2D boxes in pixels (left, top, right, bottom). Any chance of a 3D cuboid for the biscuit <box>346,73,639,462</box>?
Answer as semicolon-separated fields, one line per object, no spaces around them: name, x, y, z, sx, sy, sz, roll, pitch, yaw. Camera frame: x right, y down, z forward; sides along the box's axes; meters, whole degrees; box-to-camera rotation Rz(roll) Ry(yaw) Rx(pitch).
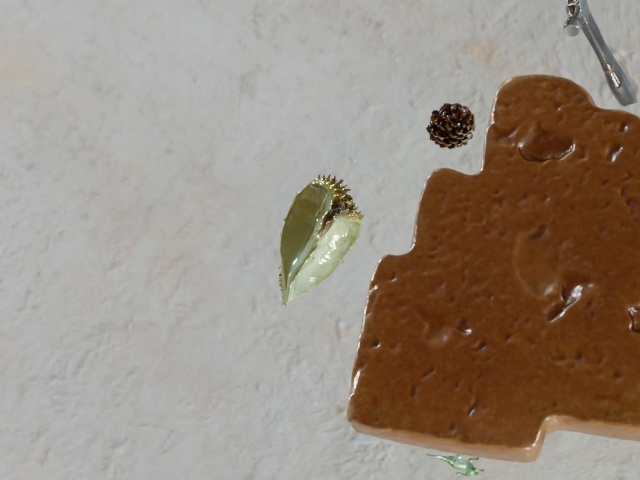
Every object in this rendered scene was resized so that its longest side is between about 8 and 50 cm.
biscuit;0.144;0.029;0.611;0.306;0.043;0.284;-35;59;-1

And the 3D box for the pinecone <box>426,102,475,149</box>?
pinecone;0.273;-0.233;1.917;0.109;0.102;0.102;-2;73;68

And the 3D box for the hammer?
hammer;0.530;-0.356;1.773;0.037;0.290;0.137;-5;54;38

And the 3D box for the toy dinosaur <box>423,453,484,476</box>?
toy dinosaur;0.187;0.311;1.321;0.083;0.062;0.021;5;54;13

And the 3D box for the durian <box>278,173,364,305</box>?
durian;0.000;0.000;1.670;0.252;0.144;0.139;-51;18;29
